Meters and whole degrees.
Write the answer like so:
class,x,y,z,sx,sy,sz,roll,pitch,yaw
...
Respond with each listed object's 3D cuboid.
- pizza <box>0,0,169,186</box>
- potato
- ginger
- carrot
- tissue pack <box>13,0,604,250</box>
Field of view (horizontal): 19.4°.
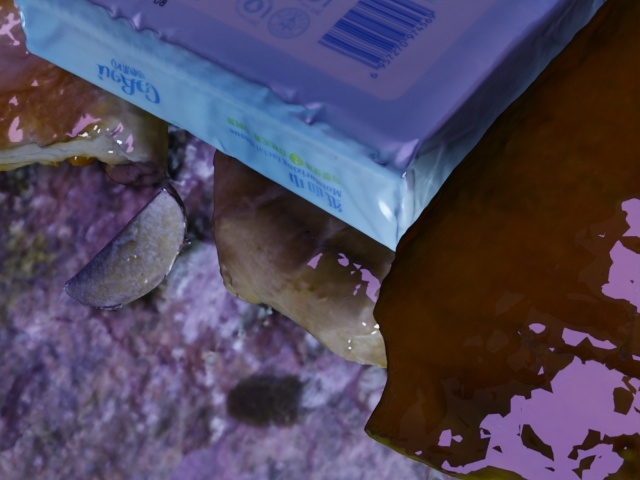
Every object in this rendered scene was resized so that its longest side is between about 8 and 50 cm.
class,x,y,z,sx,sy,sz,roll,pitch,yaw
pizza,-0.218,-0.143,1.103,0.365,0.074,0.182,38,91,25
potato,-0.097,0.004,1.035,0.037,0.036,0.093,43,118,-8
ginger,0.001,-0.001,0.970,0.095,0.069,0.190,-38,58,-25
carrot,0.191,-0.007,0.790,0.241,0.241,0.340,39,91,27
tissue pack,-0.008,-0.118,0.967,0.263,0.089,0.177,27,56,29
